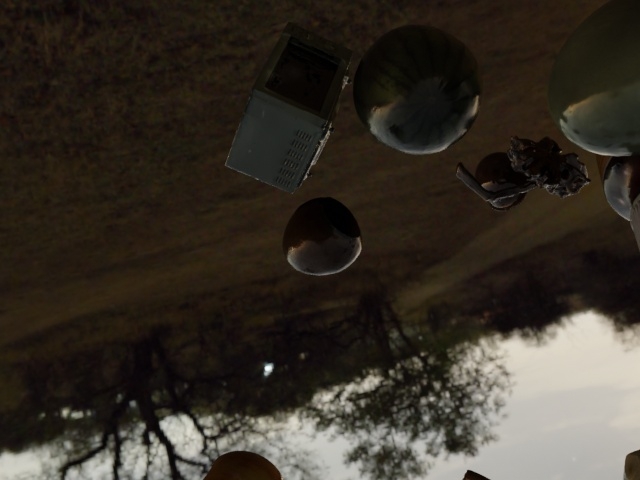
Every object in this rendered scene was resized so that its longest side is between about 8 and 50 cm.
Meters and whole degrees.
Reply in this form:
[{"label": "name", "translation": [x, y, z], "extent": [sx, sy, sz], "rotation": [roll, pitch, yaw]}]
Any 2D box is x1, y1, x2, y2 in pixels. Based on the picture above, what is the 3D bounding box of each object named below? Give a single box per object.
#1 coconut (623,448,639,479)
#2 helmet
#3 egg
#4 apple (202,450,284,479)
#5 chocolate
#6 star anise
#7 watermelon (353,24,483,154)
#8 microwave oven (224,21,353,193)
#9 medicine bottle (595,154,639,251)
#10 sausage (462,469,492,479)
[{"label": "coconut", "translation": [0.767, 0.543, 1.690], "extent": [0.161, 0.161, 0.162], "rotation": [-7, 163, -46]}, {"label": "helmet", "translation": [0.467, -0.166, 1.971], "extent": [0.106, 0.175, 0.155], "rotation": [27, 131, -28]}, {"label": "egg", "translation": [0.538, -0.285, 1.247], "extent": [0.352, 0.258, 0.258], "rotation": [-32, 178, -14]}, {"label": "apple", "translation": [-0.232, 0.731, 2.094], "extent": [0.233, 0.286, 0.286], "rotation": [29, -179, 12]}, {"label": "chocolate", "translation": [0.000, 0.000, 1.583], "extent": [0.177, 0.176, 0.177], "rotation": [-14, 173, -2]}, {"label": "star anise", "translation": [0.505, -0.175, 1.821], "extent": [0.347, 0.148, 0.237], "rotation": [-3, -143, -3]}, {"label": "watermelon", "translation": [0.210, -0.330, 1.633], "extent": [0.279, 0.278, 0.359], "rotation": [-15, -159, 8]}, {"label": "microwave oven", "translation": [-0.065, -0.336, 1.906], "extent": [0.219, 0.354, 0.286], "rotation": [22, 132, -5]}, {"label": "medicine bottle", "translation": [0.657, -0.107, 1.422], "extent": [0.243, 0.242, 0.395], "rotation": [-18, -151, 28]}, {"label": "sausage", "translation": [0.274, 0.389, 1.154], "extent": [0.116, 0.026, 0.026], "rotation": [22, -168, 28]}]
